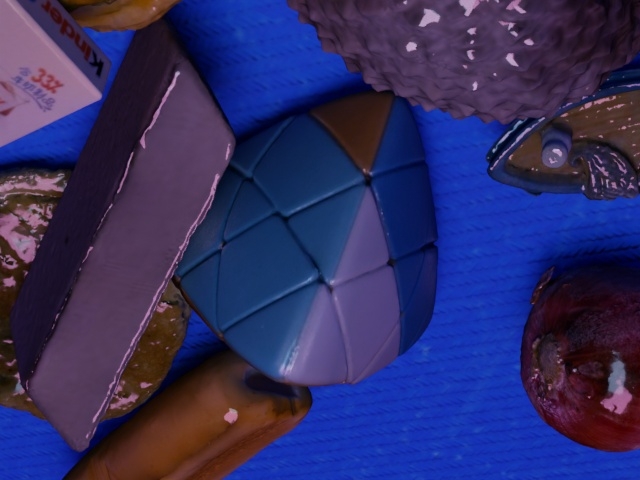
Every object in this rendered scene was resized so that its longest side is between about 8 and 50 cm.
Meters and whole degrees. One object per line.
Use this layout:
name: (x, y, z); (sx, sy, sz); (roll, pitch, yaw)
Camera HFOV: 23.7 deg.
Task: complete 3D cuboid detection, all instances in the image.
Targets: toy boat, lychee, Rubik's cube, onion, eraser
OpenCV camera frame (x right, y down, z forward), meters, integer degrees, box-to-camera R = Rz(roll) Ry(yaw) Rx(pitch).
toy boat: (0.242, -0.072, 1.144); (0.237, 0.098, 0.109); (-6, 128, 13)
lychee: (0.086, -0.211, 0.914); (0.300, 0.300, 0.300); (4, 132, 4)
Rubik's cube: (0.000, 0.000, 1.161); (0.254, 0.254, 0.254); (4, 132, 4)
onion: (0.265, 0.097, 1.264); (0.195, 0.159, 0.159); (2, 136, -23)
eraser: (-0.158, -0.003, 1.188); (0.077, 0.111, 0.352); (17, 114, -25)

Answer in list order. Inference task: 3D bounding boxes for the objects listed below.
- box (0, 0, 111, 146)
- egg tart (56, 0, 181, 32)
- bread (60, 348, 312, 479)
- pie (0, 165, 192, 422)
box: (-0.322, -0.148, 1.008); (0.265, 0.048, 0.273); (-21, 128, 26)
egg tart: (-0.202, -0.254, 1.017); (0.319, 0.128, 0.319); (3, 130, 3)
bread: (-0.139, 0.195, 1.422); (0.305, 0.142, 0.091); (-40, 73, 33)
pie: (-0.240, 0.056, 1.332); (0.277, 0.078, 0.277); (3, 133, 3)
